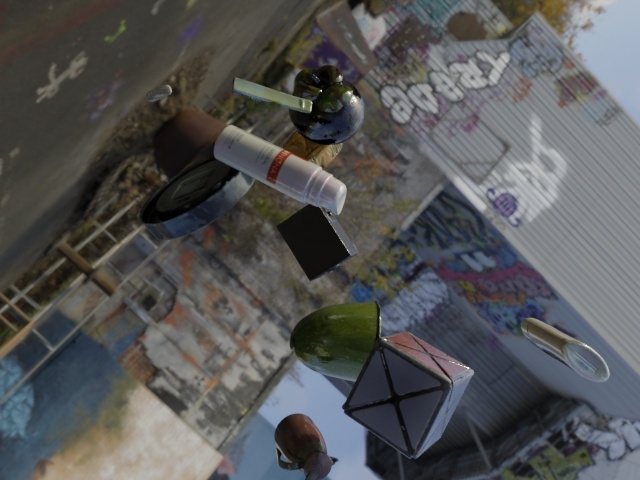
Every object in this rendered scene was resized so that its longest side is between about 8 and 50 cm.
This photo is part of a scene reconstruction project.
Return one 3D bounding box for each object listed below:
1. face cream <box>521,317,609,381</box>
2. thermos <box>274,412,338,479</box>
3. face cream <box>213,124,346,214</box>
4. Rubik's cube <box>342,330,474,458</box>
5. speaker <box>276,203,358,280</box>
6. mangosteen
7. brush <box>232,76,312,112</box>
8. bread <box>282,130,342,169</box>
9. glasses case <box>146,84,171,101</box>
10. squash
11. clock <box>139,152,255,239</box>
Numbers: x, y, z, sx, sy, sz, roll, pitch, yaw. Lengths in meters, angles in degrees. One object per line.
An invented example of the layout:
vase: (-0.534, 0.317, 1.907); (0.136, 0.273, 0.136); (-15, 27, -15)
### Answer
face cream: (0.734, 0.325, 1.973); (0.081, 0.174, 0.348); (-52, -173, 2)
thermos: (-0.058, 0.665, 2.032); (0.177, 0.145, 0.265); (-6, -173, -16)
face cream: (-0.095, -0.173, 1.584); (0.101, 0.346, 0.102); (-59, 167, -22)
Rubik's cube: (0.252, 0.433, 1.851); (0.259, 0.255, 0.260); (11, 105, -63)
speaker: (0.000, 0.000, 2.259); (0.184, 0.232, 0.254); (-33, 175, 8)
mangosteen: (0.016, -0.385, 1.829); (0.243, 0.243, 0.243); (-45, -173, 7)
brush: (-0.105, -0.308, 1.385); (0.030, 0.179, 0.033); (137, -37, -60)
bread: (-0.022, -0.283, 1.989); (0.190, 0.132, 0.114); (-45, 148, -11)
glasses case: (-0.497, -0.452, 1.974); (0.083, 0.032, 0.021); (-19, -169, 12)
squash: (0.044, 0.355, 2.367); (0.310, 0.309, 0.309); (-171, -90, -88)
clock: (-0.371, -0.144, 1.963); (0.387, 0.076, 0.386); (-24, -152, 14)
